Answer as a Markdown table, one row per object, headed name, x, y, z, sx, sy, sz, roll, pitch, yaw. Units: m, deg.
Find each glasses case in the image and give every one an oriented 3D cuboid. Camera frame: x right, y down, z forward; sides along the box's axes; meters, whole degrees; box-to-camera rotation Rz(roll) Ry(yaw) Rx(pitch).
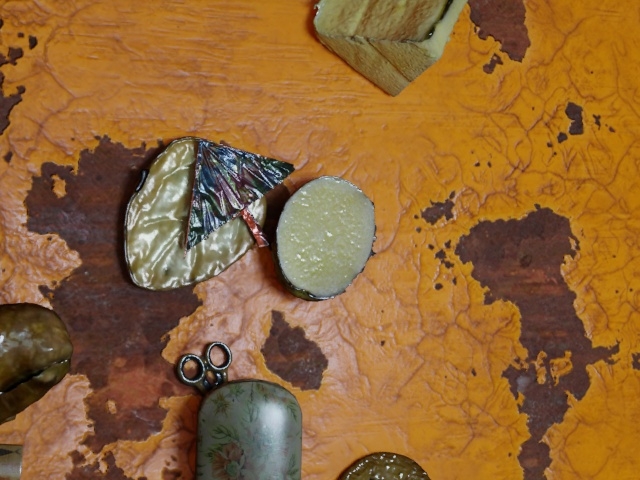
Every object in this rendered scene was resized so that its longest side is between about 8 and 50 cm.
| name | x | y | z | sx | sy | sz | roll | pitch | yaw |
| --- | --- | --- | --- | --- | --- | --- | --- | --- | --- |
| glasses case | -0.495 | 0.307 | 1.343 | 0.170 | 0.041 | 0.065 | 7 | 82 | -19 |
| glasses case | -0.107 | 0.415 | 1.437 | 0.156 | 0.098 | 0.425 | 2 | 89 | -7 |

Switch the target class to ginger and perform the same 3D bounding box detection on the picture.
| name | x | y | z | sx | sy | sz | roll | pitch | yaw |
| --- | --- | --- | --- | --- | --- | --- | --- | --- | --- |
| ginger | -0.482 | 0.193 | 1.300 | 0.321 | 0.172 | 0.165 | -38 | 136 | -18 |

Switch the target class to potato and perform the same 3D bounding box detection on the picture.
| name | x | y | z | sx | sy | sz | roll | pitch | yaw |
| --- | --- | --- | --- | --- | --- | --- | --- | --- | --- |
| potato | 0.000 | 0.000 | 1.531 | 0.164 | 0.081 | 0.200 | 26 | 74 | -13 |

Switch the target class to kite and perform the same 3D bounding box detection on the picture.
| name | x | y | z | sx | sy | sz | roll | pitch | yaw |
| --- | --- | --- | --- | --- | --- | --- | --- | --- | --- |
| kite | -0.135 | -0.067 | 1.482 | 0.232 | 0.009 | 0.189 | -36 | 98 | -23 |

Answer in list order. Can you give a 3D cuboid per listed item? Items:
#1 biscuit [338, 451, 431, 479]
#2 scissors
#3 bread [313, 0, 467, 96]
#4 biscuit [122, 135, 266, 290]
| name | x | y | z | sx | sy | sz | roll | pitch | yaw |
| --- | --- | --- | --- | --- | --- | --- | --- | --- | --- |
| biscuit | 0.100 | 0.429 | 1.561 | 0.188 | 0.027 | 0.188 | 2 | 84 | -21 |
| scissors | -0.143 | 0.263 | 1.489 | 0.088 | 0.017 | 0.220 | -24 | 94 | -21 |
| bread | 0.137 | -0.399 | 1.525 | 0.198 | 0.236 | 0.263 | 31 | 76 | -16 |
| biscuit | -0.197 | -0.035 | 1.482 | 0.203 | 0.041 | 0.260 | 41 | 74 | -16 |
